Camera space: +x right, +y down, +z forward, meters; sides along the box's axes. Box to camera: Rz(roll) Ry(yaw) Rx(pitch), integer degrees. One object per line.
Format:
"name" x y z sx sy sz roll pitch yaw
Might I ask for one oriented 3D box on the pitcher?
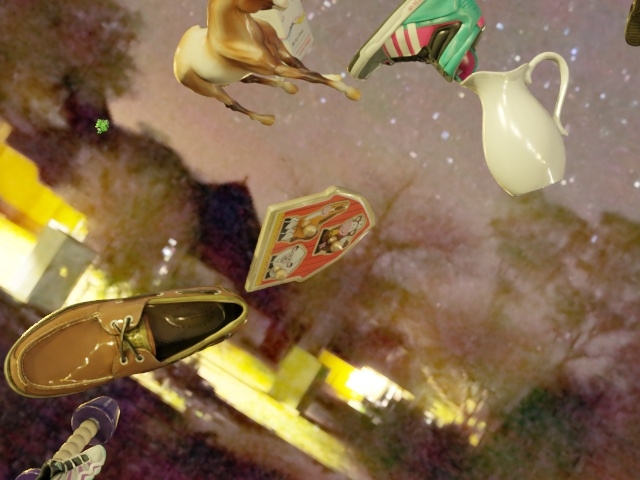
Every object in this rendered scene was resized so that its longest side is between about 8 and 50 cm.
"pitcher" 0.341 -0.190 1.498 0.125 0.177 0.207 177 -108 -88

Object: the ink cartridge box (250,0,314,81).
"ink cartridge box" -0.076 -0.442 1.944 0.067 0.115 0.198 -2 -50 26

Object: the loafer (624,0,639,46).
"loafer" 0.615 -0.440 1.750 0.056 0.050 0.148 18 -54 14

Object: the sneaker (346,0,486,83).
"sneaker" 0.185 -0.332 1.625 0.178 0.124 0.295 44 -38 -6

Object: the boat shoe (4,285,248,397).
"boat shoe" -0.239 0.115 1.163 0.104 0.307 0.111 -12 -84 61

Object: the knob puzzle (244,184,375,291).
"knob puzzle" 0.000 0.000 1.287 0.030 0.213 0.213 55 7 30

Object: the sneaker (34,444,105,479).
"sneaker" -0.328 0.293 1.196 0.038 0.098 0.069 32 -21 37

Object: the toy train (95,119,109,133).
"toy train" -0.442 -0.234 1.881 0.083 0.023 0.017 -120 -167 -70

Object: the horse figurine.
"horse figurine" -0.078 -0.181 0.939 0.174 0.066 0.263 23 -12 -30

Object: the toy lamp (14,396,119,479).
"toy lamp" -0.394 0.332 1.482 0.080 0.080 0.275 32 21 -1
